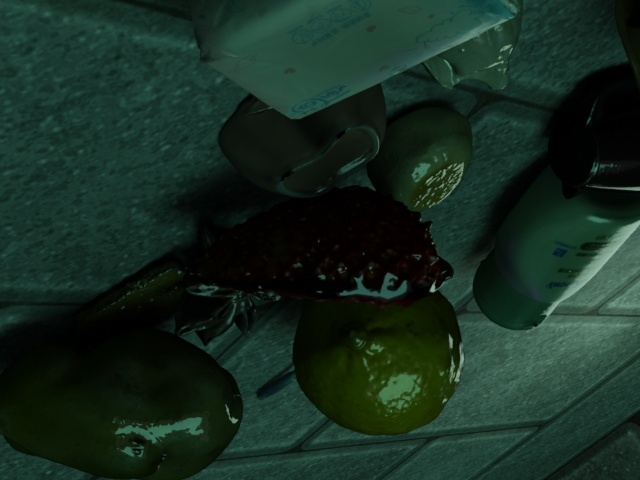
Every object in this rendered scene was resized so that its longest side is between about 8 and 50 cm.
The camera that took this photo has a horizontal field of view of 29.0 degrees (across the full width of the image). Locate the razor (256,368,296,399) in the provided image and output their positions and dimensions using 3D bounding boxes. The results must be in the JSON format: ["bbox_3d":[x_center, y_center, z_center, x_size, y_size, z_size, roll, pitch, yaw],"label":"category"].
[{"bbox_3d":[-0.060,0.241,2.154,0.135,0.040,0.068,-34,154,27],"label":"razor"}]

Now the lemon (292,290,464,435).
[{"bbox_3d":[0.089,0.167,1.907,0.268,0.268,0.322,-26,154,-5],"label":"lemon"}]

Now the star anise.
[{"bbox_3d":[-0.111,0.052,1.681,0.209,0.089,0.231,-49,150,9],"label":"star anise"}]

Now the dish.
[{"bbox_3d":[-0.005,-0.121,1.471,0.213,0.090,0.213,-23,154,-11],"label":"dish"}]

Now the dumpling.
[{"bbox_3d":[0.161,-0.247,1.388,0.136,0.118,0.199,-13,126,1],"label":"dumpling"}]

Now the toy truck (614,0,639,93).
[{"bbox_3d":[0.504,-0.264,1.532,0.212,0.287,0.204,-16,167,38],"label":"toy truck"}]

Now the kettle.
[{"bbox_3d":[0.456,-0.155,1.820,0.232,0.144,0.202,-7,128,-32],"label":"kettle"}]

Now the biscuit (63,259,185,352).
[{"bbox_3d":[-0.274,0.105,1.695,0.237,0.026,0.131,-31,153,7],"label":"biscuit"}]

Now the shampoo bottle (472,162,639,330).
[{"bbox_3d":[0.371,0.014,2.015,0.222,0.151,0.349,-8,147,-33],"label":"shampoo bottle"}]

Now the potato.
[{"bbox_3d":[-0.274,0.222,1.669,0.351,0.202,0.218,0,158,-22],"label":"potato"}]

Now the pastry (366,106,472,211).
[{"bbox_3d":[0.136,-0.107,1.639,0.156,0.092,0.156,-30,157,-14],"label":"pastry"}]

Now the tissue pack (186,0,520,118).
[{"bbox_3d":[0.032,-0.238,1.193,0.271,0.124,0.201,-23,151,24],"label":"tissue pack"}]

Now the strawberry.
[{"bbox_3d":[0.000,0.000,1.524,0.306,0.233,0.137,2,102,-27],"label":"strawberry"}]
